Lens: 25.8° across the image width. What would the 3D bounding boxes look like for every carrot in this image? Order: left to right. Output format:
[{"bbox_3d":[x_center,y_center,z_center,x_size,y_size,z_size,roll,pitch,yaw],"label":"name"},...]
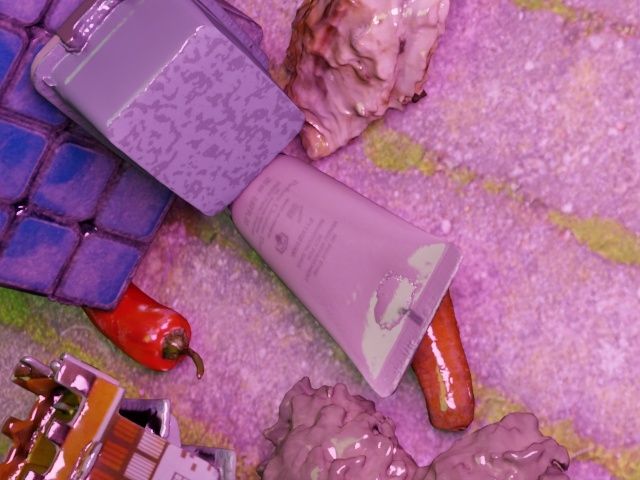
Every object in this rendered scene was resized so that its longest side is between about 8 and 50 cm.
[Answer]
[{"bbox_3d":[0.095,0.079,1.224,0.060,0.060,0.186,-26,70,32],"label":"carrot"}]

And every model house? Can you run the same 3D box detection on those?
[{"bbox_3d":[-0.211,0.234,1.296,0.224,0.215,0.198,-15,44,63],"label":"model house"}]

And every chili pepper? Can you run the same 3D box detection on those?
[{"bbox_3d":[-0.198,0.074,1.439,0.272,0.071,0.063,36,145,39],"label":"chili pepper"}]

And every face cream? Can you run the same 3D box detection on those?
[{"bbox_3d":[0.000,0.000,1.249,0.314,0.089,0.143,41,108,47],"label":"face cream"}]

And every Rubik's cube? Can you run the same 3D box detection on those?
[{"bbox_3d":[-0.327,-0.173,1.370,0.343,0.344,0.337,38,103,40],"label":"Rubik's cube"}]

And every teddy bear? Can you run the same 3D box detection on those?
[{"bbox_3d":[0.077,0.268,1.157,0.357,0.224,0.367,-53,43,21],"label":"teddy bear"}]

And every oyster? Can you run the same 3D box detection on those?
[{"bbox_3d":[0.035,-0.226,1.239,0.201,0.107,0.355,33,122,40],"label":"oyster"}]

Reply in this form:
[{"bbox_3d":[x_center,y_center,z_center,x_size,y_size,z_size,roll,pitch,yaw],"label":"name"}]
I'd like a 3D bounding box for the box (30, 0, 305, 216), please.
[{"bbox_3d":[-0.126,-0.131,1.224,0.162,0.227,0.130,-46,56,3],"label":"box"}]
